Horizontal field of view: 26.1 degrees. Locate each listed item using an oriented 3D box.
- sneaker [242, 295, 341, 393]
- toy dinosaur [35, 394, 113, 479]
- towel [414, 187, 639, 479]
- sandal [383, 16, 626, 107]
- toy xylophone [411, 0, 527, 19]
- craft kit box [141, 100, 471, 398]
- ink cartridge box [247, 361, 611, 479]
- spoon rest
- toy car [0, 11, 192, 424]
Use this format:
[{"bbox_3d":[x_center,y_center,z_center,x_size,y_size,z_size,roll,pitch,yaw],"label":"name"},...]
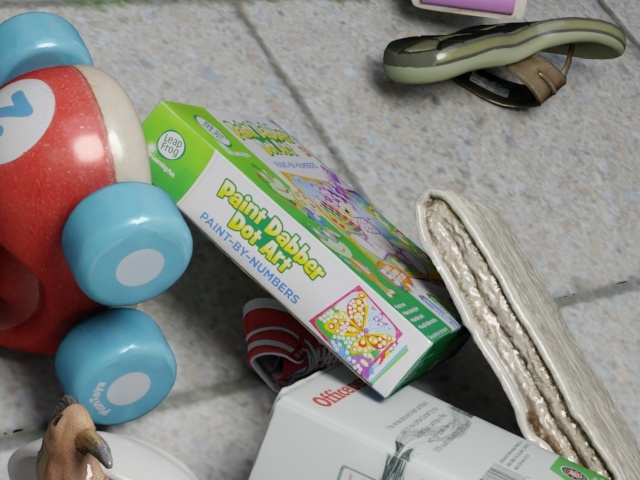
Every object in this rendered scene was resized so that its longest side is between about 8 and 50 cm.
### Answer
[{"bbox_3d":[-0.002,0.085,1.028,0.118,0.042,0.067,13,42,-14],"label":"sneaker"},{"bbox_3d":[-0.079,0.242,0.705,0.295,0.200,0.127,40,41,6],"label":"toy dinosaur"},{"bbox_3d":[0.166,0.092,1.036,0.282,0.049,0.187,62,14,13],"label":"towel"},{"bbox_3d":[0.179,-0.169,1.360,0.302,0.120,0.086,-15,103,-37],"label":"sandal"},{"bbox_3d":[0.134,-0.347,1.466,0.236,0.081,0.323,13,36,8],"label":"toy xylophone"},{"bbox_3d":[0.000,0.000,1.015,0.246,0.061,0.250,39,11,10],"label":"craft kit box"},{"bbox_3d":[0.073,0.164,0.885,0.208,0.087,0.153,24,12,17],"label":"ink cartridge box"},{"bbox_3d":[-0.068,0.202,0.823,0.276,0.137,0.084,36,56,-17],"label":"spoon rest"},{"bbox_3d":[-0.232,-0.001,0.858,0.238,0.210,0.219,-12,47,-25],"label":"toy car"}]
